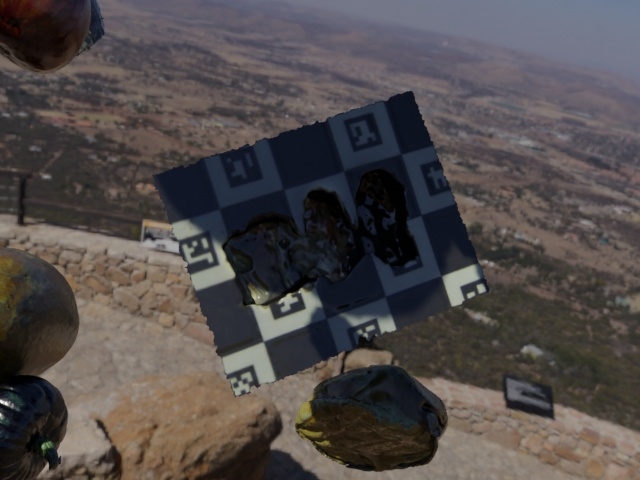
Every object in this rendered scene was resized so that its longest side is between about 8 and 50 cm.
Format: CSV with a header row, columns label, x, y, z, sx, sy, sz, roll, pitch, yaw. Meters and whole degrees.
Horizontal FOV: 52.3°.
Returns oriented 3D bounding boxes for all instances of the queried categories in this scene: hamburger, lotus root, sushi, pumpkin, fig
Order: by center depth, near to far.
label,x,y,z,sx,sy,sz,roll,pitch,yaw
fig,-0.363,-0.328,0.818,0.175,0.207,0.175,28,-2,1
sushi,0.000,0.000,0.878,0.373,0.296,0.100,-21,1,-16
pumpkin,-0.505,0.316,1.073,0.150,0.194,0.194,-11,19,4
lotus root,-0.574,0.135,1.155,0.250,0.250,0.346,12,-11,1
hamburger,0.105,0.346,1.273,0.265,0.285,0.134,-18,38,33

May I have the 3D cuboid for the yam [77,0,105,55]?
label,x,y,z,sx,sy,sz,roll,pitch,yaw
yam,-0.463,-0.438,1.092,0.154,0.254,0.154,-11,26,6

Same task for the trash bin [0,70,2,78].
label,x,y,z,sx,sy,sz,roll,pitch,yaw
trash bin,-0.431,-0.040,0.611,0.158,0.343,0.223,19,11,-42
